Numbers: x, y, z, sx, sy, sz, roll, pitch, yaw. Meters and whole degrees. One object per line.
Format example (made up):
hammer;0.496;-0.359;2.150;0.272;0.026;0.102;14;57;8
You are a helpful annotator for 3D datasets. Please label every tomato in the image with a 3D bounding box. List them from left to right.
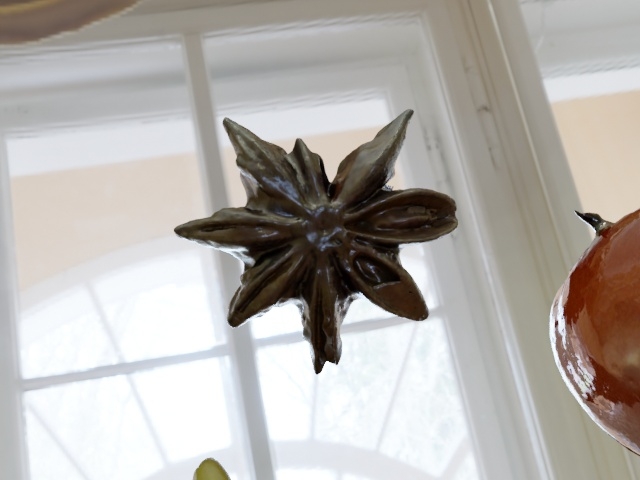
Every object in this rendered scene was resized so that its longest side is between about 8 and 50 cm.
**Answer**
tomato;0.315;0.066;0.679;0.256;0.224;0.256;-15;-28;-8

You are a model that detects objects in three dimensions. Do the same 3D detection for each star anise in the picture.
star anise;-0.001;-0.019;0.933;0.315;0.315;0.108;-11;-1;0

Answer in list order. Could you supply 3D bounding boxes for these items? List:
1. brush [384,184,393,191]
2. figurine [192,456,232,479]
brush;0.106;-0.035;1.565;0.033;0.030;0.178;20;-42;13
figurine;-0.052;0.366;0.794;0.218;0.326;0.169;11;-29;3
